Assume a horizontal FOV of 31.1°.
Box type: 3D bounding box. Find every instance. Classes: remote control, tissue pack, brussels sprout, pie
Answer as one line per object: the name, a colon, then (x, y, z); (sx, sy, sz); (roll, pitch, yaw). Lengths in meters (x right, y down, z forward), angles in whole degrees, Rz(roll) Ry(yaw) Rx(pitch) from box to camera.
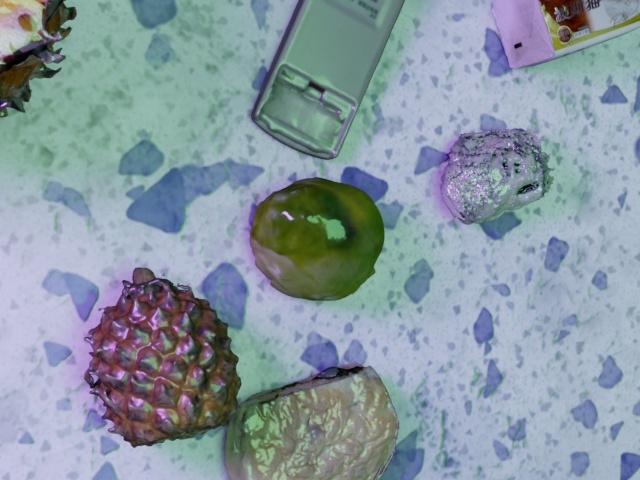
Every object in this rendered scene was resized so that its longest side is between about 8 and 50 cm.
remote control: (0.018, -0.241, 1.379); (0.123, 0.038, 0.285); (24, 82, -20)
tissue pack: (0.314, -0.289, 1.468); (0.149, 0.106, 0.099); (-21, 97, -23)
brussels sprout: (0.004, -0.002, 1.321); (0.152, 0.122, 0.149); (-31, 99, -22)
pie: (-0.005, 0.248, 1.353); (0.218, 0.052, 0.185); (-13, 93, -25)

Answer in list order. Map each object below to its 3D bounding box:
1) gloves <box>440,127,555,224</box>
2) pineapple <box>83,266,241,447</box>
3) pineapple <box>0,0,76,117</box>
gloves: (0.218, -0.086, 1.443); (0.153, 0.070, 0.114); (-19, 97, -21)
pineapple: (-0.173, 0.120, 1.232); (0.166, 0.166, 0.193); (-10, 77, -23)
pineapple: (-0.393, -0.246, 1.052); (0.353, 0.300, 0.352); (0, 91, -24)
